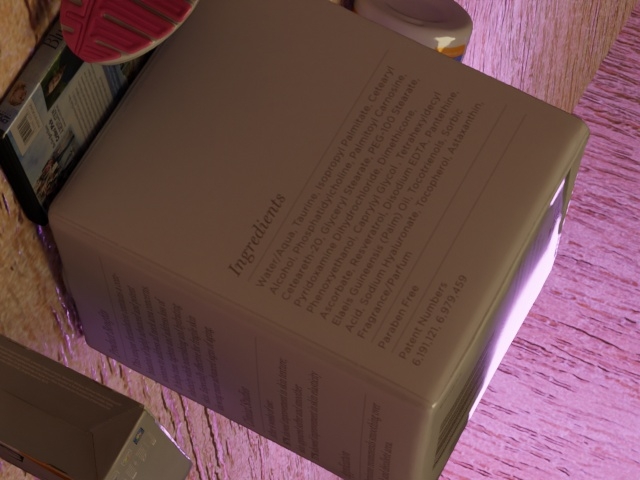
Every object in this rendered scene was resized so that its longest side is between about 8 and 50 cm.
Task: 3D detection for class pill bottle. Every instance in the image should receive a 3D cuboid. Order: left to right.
[{"bbox_3d":[0.081,-0.171,2.349,0.152,0.152,0.272,-40,152,-58],"label":"pill bottle"}]

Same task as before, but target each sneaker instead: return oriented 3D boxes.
[{"bbox_3d":[-0.117,-0.242,1.570,0.252,0.103,0.111,-49,177,-8],"label":"sneaker"}]

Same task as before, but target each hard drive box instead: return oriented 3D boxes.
[{"bbox_3d":[-0.235,0.181,1.770,0.089,0.181,0.232,-61,164,-13],"label":"hard drive box"}]

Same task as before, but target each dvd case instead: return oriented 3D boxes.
[{"bbox_3d":[-0.202,-0.152,1.658,0.253,0.022,0.180,-60,165,-19],"label":"dvd case"}]

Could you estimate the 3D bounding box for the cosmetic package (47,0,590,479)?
[{"bbox_3d":[0.000,0.000,1.822,0.327,0.394,0.329,-59,169,-21],"label":"cosmetic package"}]
